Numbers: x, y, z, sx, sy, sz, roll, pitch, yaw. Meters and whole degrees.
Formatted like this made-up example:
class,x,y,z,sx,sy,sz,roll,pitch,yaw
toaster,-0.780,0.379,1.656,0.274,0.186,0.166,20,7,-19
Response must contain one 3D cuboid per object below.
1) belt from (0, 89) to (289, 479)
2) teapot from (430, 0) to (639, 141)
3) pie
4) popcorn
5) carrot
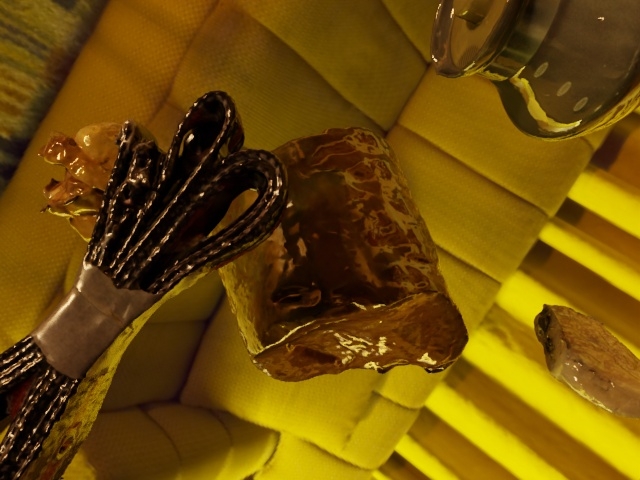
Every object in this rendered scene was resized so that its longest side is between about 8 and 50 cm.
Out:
class,x,y,z,sx,sy,sz,roll,pitch,yaw
belt,-0.158,0.055,0.459,0.360,0.126,0.094,-54,-178,-4
teapot,0.143,-0.139,0.367,0.166,0.119,0.130,120,-24,-44
pie,0.381,0.161,0.848,0.218,0.185,0.052,-57,170,-70
popcorn,-0.373,-0.105,1.136,0.190,0.253,0.191,-37,-149,28
carrot,0.000,0.000,0.716,0.241,0.341,0.241,-18,151,-10
